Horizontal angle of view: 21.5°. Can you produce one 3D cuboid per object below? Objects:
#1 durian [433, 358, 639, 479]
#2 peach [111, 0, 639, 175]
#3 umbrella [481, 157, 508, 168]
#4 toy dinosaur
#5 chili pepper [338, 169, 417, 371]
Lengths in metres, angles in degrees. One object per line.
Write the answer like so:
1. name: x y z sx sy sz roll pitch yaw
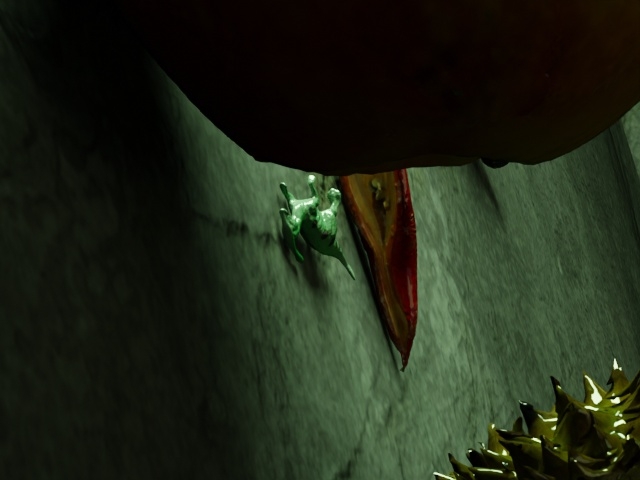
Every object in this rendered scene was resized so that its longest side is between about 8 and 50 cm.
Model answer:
1. durian: 0.203 0.249 0.893 0.384 0.348 0.347 23 49 -38
2. peach: 0.031 -0.209 0.756 0.373 0.290 0.372 5 82 -40
3. umbrella: 0.111 -0.185 1.362 0.340 0.118 0.118 70 14 -45
4. toy dinosaur: 0.000 0.000 0.943 0.083 0.021 0.062 63 27 -21
5. chili pepper: 0.042 -0.006 1.046 0.027 0.045 0.178 -26 105 -64
